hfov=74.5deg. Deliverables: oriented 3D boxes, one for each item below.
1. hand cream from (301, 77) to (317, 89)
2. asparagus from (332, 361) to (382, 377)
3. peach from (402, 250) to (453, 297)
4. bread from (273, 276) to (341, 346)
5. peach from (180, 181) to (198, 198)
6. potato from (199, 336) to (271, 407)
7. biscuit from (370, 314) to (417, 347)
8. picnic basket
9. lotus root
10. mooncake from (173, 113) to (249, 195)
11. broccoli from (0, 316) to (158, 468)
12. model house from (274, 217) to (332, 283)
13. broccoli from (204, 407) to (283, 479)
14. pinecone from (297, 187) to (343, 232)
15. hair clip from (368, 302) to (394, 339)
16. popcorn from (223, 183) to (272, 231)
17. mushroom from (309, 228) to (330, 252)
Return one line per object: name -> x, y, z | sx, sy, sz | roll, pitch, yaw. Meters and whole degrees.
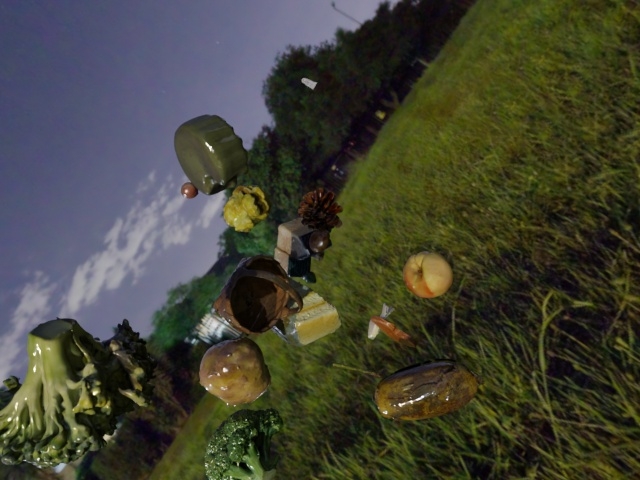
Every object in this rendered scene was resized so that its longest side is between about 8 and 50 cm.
hand cream -> -0.044, -0.617, 1.650 | 0.019, 0.093, 0.030 | 15, -68, -50
asparagus -> 0.178, 0.626, 2.037 | 0.025, 0.248, 0.024 | 65, -142, -57
peach -> 0.395, 0.127, 1.546 | 0.184, 0.184, 0.184 | -57, 0, -1
bread -> -0.120, 0.373, 2.055 | 0.264, 0.395, 0.239 | -39, -45, -27
peach -> -0.630, -0.240, 2.029 | 0.083, 0.083, 0.083 | -57, 0, -1
potato -> -0.368, 0.504, 1.666 | 0.289, 0.300, 0.237 | -51, -25, -9
biscuit -> 0.330, 0.400, 1.864 | 0.036, 0.192, 0.186 | -54, 20, -15
picnic basket -> -0.218, 0.210, 1.680 | 0.337, 0.293, 0.337 | -32, 29, 20
lotus root -> 0.381, 0.534, 1.497 | 0.397, 0.179, 0.196 | -20, 11, 7
mooncake -> -0.471, -0.370, 1.825 | 0.187, 0.351, 0.351 | -39, -10, -32
broccoli -> -0.517, 0.323, 0.896 | 0.334, 0.323, 0.272 | -41, -25, -62
model house -> -0.085, 0.069, 2.318 | 0.243, 0.284, 0.299 | -20, -53, -38
broccoli -> -0.322, 0.869, 1.736 | 0.413, 0.321, 0.310 | -52, 25, -14
pinecone -> 0.001, -0.151, 2.107 | 0.202, 0.228, 0.202 | -124, 28, -48
hair clip -> 0.326, 0.453, 2.325 | 0.219, 0.071, 0.159 | -61, 6, 9
popcorn -> -0.370, -0.184, 2.193 | 0.241, 0.235, 0.250 | -12, 30, 25
mushroom -> 0.000, 0.000, 1.983 | 0.127, 0.087, 0.127 | -35, 35, 30
